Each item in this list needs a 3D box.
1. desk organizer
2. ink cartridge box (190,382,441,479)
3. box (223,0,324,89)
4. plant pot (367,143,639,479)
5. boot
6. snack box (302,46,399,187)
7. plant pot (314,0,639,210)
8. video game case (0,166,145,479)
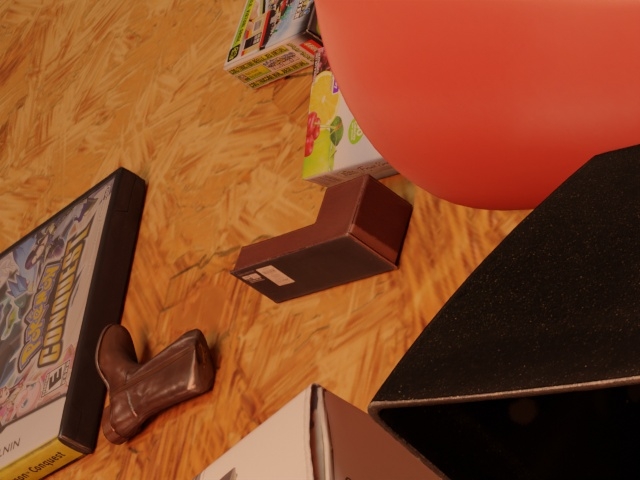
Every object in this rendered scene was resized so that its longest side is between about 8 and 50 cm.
[{"bbox_3d":[0.000,0.000,1.176,0.130,0.047,0.050,-18,46,49],"label":"desk organizer"},{"bbox_3d":[-0.016,0.192,0.905,0.218,0.159,0.092,-39,34,29],"label":"ink cartridge box"},{"bbox_3d":[-0.006,-0.230,1.410,0.114,0.036,0.207,-17,49,49],"label":"box"},{"bbox_3d":[0.168,0.052,0.750,0.187,0.188,0.167,-14,42,51],"label":"plant pot"},{"bbox_3d":[-0.120,0.086,1.285,0.114,0.037,0.106,-38,48,37],"label":"boot"},{"bbox_3d":[0.046,-0.096,1.185,0.141,0.037,0.100,-12,68,51],"label":"snack box"},{"bbox_3d":[0.172,-0.138,0.850,0.243,0.275,0.275,9,70,48],"label":"plant pot"},{"bbox_3d":[-0.255,0.098,1.480,0.248,0.035,0.274,-31,39,39],"label":"video game case"}]
